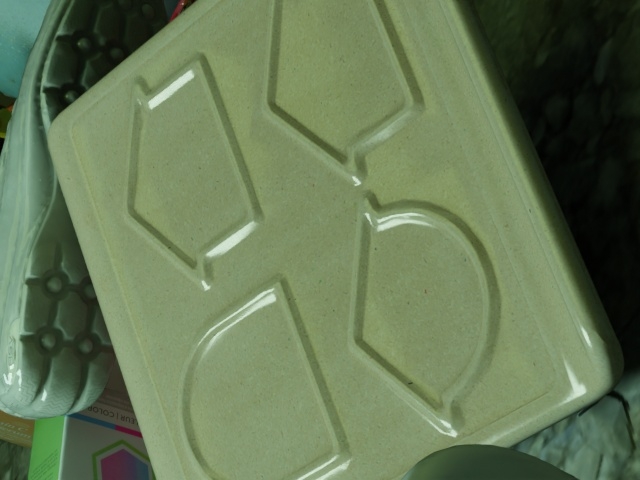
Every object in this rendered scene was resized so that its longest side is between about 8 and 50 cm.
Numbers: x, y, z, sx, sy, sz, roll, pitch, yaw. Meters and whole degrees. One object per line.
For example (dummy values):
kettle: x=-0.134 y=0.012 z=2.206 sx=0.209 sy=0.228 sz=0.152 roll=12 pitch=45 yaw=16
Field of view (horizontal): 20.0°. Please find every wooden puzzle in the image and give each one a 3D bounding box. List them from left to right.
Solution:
wooden puzzle: x=0.000 y=0.000 z=1.025 sx=0.348 sy=0.080 sz=0.322 roll=-36 pitch=65 yaw=38

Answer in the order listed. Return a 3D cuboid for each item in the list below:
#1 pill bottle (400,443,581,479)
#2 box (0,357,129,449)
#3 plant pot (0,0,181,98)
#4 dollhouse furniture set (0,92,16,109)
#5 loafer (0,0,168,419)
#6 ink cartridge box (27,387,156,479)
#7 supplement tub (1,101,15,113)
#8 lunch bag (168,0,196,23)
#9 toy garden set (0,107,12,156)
pill bottle: x=0.033 y=0.236 z=0.812 sx=0.278 sy=0.162 sz=0.162 roll=-54 pitch=29 yaw=27
box: x=-0.196 y=0.099 z=1.397 sx=0.170 sy=0.130 sz=0.091 roll=-29 pitch=45 yaw=54
plant pot: x=-0.168 y=-0.233 z=1.420 sx=0.248 sy=0.247 sz=0.252 roll=23 pitch=126 yaw=39
dollhouse furniture set: x=-0.287 y=-0.203 z=1.685 sx=0.259 sy=0.262 sz=0.135 roll=105 pitch=-178 yaw=-76
loafer: x=-0.176 y=-0.038 z=1.231 sx=0.111 sy=0.112 sz=0.319 roll=-10 pitch=65 yaw=56
ink cartridge box: x=-0.144 y=0.208 z=1.238 sx=0.062 sy=0.109 sz=0.209 roll=-42 pitch=36 yaw=44
supplement tub: x=-0.231 y=-0.069 z=1.597 sx=0.198 sy=0.106 sz=0.106 roll=26 pitch=94 yaw=56
lunch bag: x=-0.065 y=-0.030 z=1.271 sx=0.258 sy=0.120 sz=0.293 roll=-62 pitch=25 yaw=23
toy garden set: x=-0.227 y=-0.009 z=1.421 sx=0.204 sy=0.244 sz=0.049 roll=-54 pitch=43 yaw=28
